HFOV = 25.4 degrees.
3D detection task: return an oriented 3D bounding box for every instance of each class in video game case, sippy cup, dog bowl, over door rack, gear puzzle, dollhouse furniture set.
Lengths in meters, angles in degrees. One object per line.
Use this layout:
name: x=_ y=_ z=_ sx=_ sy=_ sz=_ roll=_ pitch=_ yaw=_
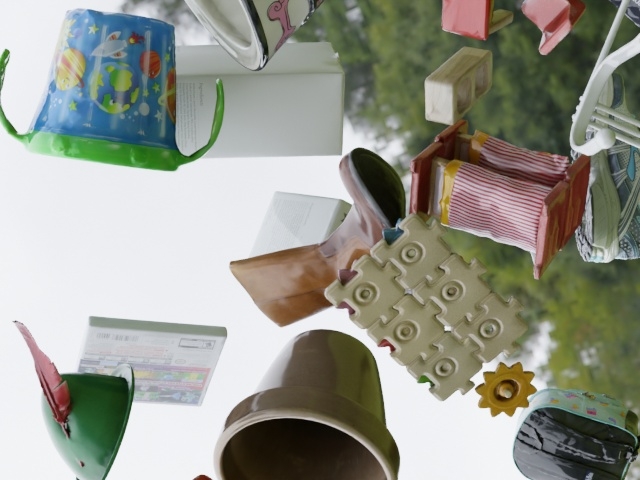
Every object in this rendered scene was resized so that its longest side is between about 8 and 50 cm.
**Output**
video game case: x=-0.253 y=0.178 z=2.071 sx=0.201 sy=0.183 sz=0.023 roll=5 pitch=-132 yaw=-16
sippy cup: x=-0.313 y=-0.226 z=2.124 sx=0.305 sy=0.240 sz=0.224 roll=5 pitch=-86 yaw=-41
dog bowl: x=-0.138 y=-0.449 z=1.999 sx=0.408 sy=0.150 sz=0.408 roll=54 pitch=171 yaw=12
over door rack: x=0.383 y=-0.199 z=1.314 sx=0.239 sy=0.108 sz=0.324 roll=20 pitch=-97 yaw=-24
gear puzzle: x=0.171 y=0.110 z=1.860 sx=0.339 sy=0.175 sz=0.044 roll=43 pitch=-169 yaw=-23
dollhouse furniture set: x=0.232 y=-0.166 z=1.802 sx=0.152 sy=0.201 sz=0.374 roll=-44 pitch=-37 yaw=-46

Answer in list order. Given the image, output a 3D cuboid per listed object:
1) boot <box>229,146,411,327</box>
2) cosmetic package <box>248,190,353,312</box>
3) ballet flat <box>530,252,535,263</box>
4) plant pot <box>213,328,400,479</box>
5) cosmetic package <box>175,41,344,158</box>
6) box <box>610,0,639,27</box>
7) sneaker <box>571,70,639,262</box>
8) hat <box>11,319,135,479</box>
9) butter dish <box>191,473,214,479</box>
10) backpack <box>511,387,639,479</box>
boot: x=0.000 y=0.000 z=1.984 sx=0.264 sy=0.280 sz=0.096 roll=52 pitch=-145 yaw=-42
cosmetic package: x=0.004 y=0.021 z=2.307 sx=0.151 sy=0.183 sz=0.151 roll=28 pitch=-101 yaw=-36
ballet flat: x=0.383 y=-0.046 z=2.427 sx=0.074 sy=0.074 sz=0.203 roll=-80 pitch=6 yaw=-49
plant pot: x=-0.007 y=0.255 z=2.042 sx=0.263 sy=0.263 sz=0.229 roll=54 pitch=-150 yaw=-31
cosmetic package: x=-0.149 y=-0.235 z=2.360 sx=0.197 sy=0.365 sz=0.155 roll=-100 pitch=10 yaw=-68
box: x=0.478 y=-0.457 z=1.862 sx=0.179 sy=0.312 sz=0.343 roll=12 pitch=-148 yaw=-43
sneaker: x=0.425 y=-0.102 z=2.004 sx=0.110 sy=0.122 sz=0.283 roll=120 pitch=153 yaw=-74
hat: x=-0.346 y=0.204 z=1.782 sx=0.183 sy=0.209 sz=0.173 roll=20 pitch=-177 yaw=-21
butter dish: x=-0.160 y=0.417 z=1.872 sx=0.160 sy=0.118 sz=0.160 roll=43 pitch=-115 yaw=-5
backpack: x=0.407 y=0.322 z=2.299 sx=0.144 sy=0.188 sz=0.166 roll=-74 pitch=-2 yaw=-64
